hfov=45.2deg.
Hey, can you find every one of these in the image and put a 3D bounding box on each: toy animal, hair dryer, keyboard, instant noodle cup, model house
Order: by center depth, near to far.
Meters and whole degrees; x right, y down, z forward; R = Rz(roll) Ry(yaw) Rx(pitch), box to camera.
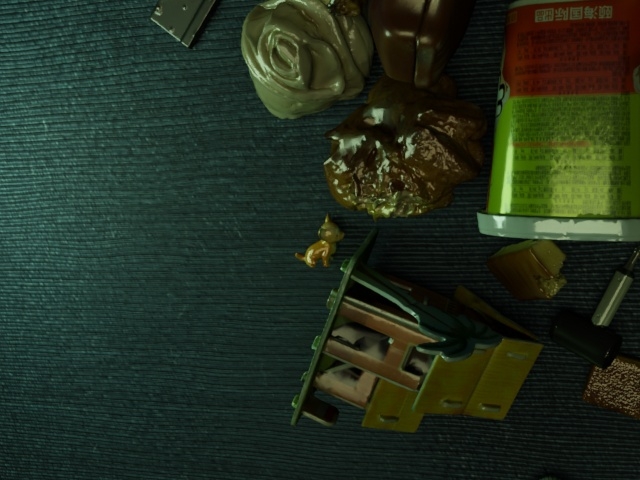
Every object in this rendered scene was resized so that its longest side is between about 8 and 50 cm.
[{"bbox_3d":[0.353,-0.165,1.046,0.294,0.294,0.308,1,97,17],"label":"instant noodle cup"},{"bbox_3d":[0.141,0.204,1.156,0.324,0.340,0.300,21,110,7],"label":"model house"},{"bbox_3d":[0.440,0.090,1.182,0.100,0.057,0.197,32,97,34],"label":"hair dryer"},{"bbox_3d":[-0.169,-0.465,1.252,0.101,0.018,0.309,39,112,7],"label":"keyboard"},{"bbox_3d":[0.000,0.000,1.298,0.081,0.060,0.083,9,115,14],"label":"toy animal"}]

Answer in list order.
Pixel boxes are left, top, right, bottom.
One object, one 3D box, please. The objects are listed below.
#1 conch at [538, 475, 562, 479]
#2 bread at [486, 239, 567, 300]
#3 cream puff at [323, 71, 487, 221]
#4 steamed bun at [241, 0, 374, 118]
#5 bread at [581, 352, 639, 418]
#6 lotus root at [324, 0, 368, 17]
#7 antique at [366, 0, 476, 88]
[{"bbox_3d":[0.383,0.427,1.284,0.085,0.056,0.076,-9,122,39],"label":"conch"},{"bbox_3d":[0.308,0.043,1.124,0.049,0.226,0.088,-39,88,-5],"label":"bread"},{"bbox_3d":[0.120,-0.135,1.150,0.269,0.241,0.155,-35,133,23],"label":"cream puff"},{"bbox_3d":[-0.031,-0.301,1.182,0.218,0.144,0.211,-13,99,19],"label":"steamed bun"},{"bbox_3d":[0.472,0.223,1.214,0.094,0.035,0.090,16,108,14],"label":"bread"},{"bbox_3d":[0.036,-0.437,1.104,0.140,0.154,0.257,-18,64,25],"label":"lotus root"},{"bbox_3d":[0.149,-0.350,1.059,0.129,0.223,0.278,17,72,12],"label":"antique"}]
